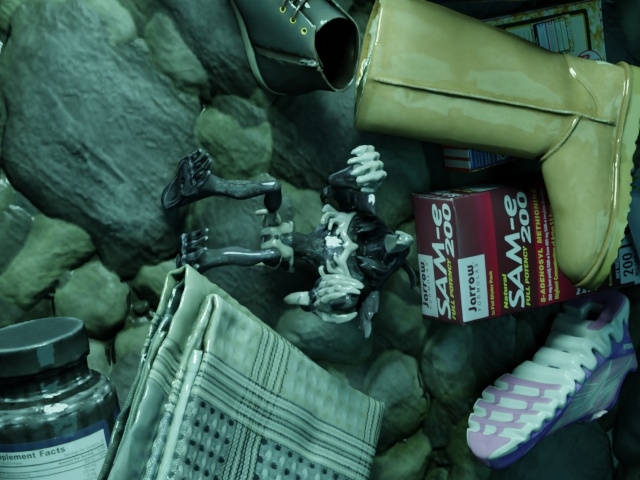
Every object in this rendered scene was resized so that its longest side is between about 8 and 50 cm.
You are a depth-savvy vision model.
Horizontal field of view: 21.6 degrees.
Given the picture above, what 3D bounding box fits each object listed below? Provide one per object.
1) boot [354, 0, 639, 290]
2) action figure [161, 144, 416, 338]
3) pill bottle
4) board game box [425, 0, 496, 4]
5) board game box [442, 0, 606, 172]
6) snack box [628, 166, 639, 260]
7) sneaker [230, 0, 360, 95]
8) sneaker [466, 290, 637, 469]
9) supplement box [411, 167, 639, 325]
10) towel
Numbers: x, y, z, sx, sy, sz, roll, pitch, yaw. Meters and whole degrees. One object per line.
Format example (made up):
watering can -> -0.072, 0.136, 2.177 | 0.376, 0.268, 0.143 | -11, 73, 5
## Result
boot -> 0.159, -0.091, 1.587 | 0.270, 0.089, 0.236 | 12, 80, -11
action figure -> 0.000, 0.000, 1.520 | 0.276, 0.141, 0.164 | 8, 80, -32
pill bottle -> -0.221, 0.181, 1.404 | 0.123, 0.123, 0.219 | -17, 104, -30
board game box -> 0.238, -0.262, 1.628 | 0.243, 0.165, 0.042 | -11, 101, -32
board game box -> 0.205, -0.159, 1.689 | 0.193, 0.045, 0.146 | -14, 103, -31
snack box -> 0.404, -0.031, 1.771 | 0.207, 0.070, 0.174 | -48, 126, -41
sneaker -> -0.031, -0.235, 1.484 | 0.083, 0.118, 0.222 | -32, 112, -26
sneaker -> 0.251, 0.160, 1.732 | 0.236, 0.095, 0.104 | -44, 124, -22
supplement box -> 0.212, -0.001, 1.695 | 0.239, 0.073, 0.130 | -12, 100, -31
towel -> -0.066, 0.224, 1.453 | 0.324, 0.056, 0.312 | 38, 62, -43
